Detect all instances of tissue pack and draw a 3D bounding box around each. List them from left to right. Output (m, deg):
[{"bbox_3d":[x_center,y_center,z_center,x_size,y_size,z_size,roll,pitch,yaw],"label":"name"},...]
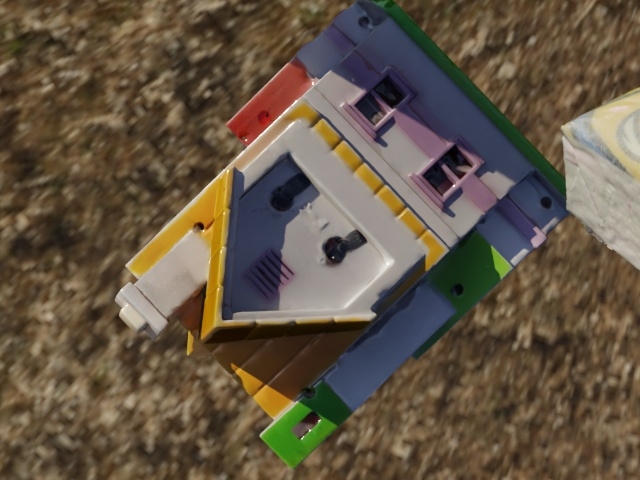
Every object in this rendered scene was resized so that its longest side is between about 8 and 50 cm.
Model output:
[{"bbox_3d":[0.190,-0.039,0.780,0.148,0.108,0.060,-26,127,-15],"label":"tissue pack"}]

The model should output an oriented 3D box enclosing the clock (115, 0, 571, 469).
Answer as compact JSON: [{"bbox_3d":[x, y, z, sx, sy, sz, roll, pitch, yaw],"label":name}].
[{"bbox_3d":[0.000,0.000,1.412,0.309,0.166,0.235,-43,90,-17],"label":"clock"}]
